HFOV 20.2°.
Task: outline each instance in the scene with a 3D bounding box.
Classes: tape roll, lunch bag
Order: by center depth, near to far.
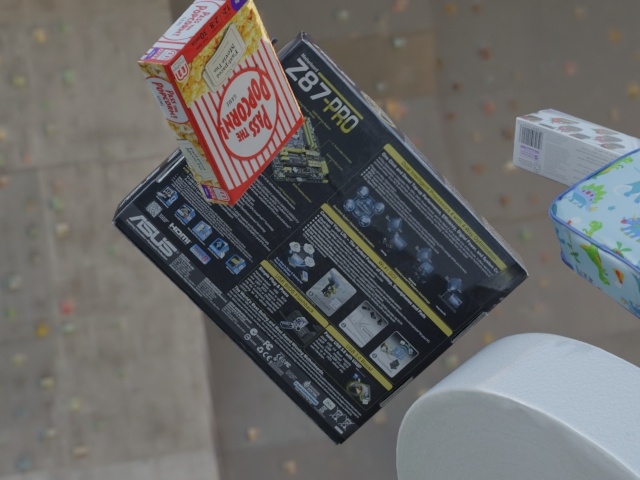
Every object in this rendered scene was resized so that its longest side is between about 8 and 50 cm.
[{"bbox_3d":[0.206,0.240,1.203,0.072,0.392,0.392,-35,-6,-24],"label":"tape roll"},{"bbox_3d":[0.353,-0.007,1.800,0.176,0.219,0.090,-32,-55,-15],"label":"lunch bag"}]

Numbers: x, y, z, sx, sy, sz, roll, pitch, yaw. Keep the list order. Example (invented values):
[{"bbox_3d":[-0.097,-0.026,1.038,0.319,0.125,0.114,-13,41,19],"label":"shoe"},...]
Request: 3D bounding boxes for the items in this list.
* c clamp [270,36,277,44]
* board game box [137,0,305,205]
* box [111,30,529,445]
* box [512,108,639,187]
[{"bbox_3d":[-0.115,-0.181,2.121,0.137,0.022,0.161,-43,10,-11],"label":"c clamp"},{"bbox_3d":[-0.102,-0.157,1.913,0.045,0.147,0.193,10,-41,37],"label":"board game box"},{"bbox_3d":[0.000,0.000,2.139,0.318,0.395,0.097,-43,10,11],"label":"box"},{"bbox_3d":[0.355,-0.077,2.047,0.063,0.067,0.324,-16,27,-37],"label":"box"}]
